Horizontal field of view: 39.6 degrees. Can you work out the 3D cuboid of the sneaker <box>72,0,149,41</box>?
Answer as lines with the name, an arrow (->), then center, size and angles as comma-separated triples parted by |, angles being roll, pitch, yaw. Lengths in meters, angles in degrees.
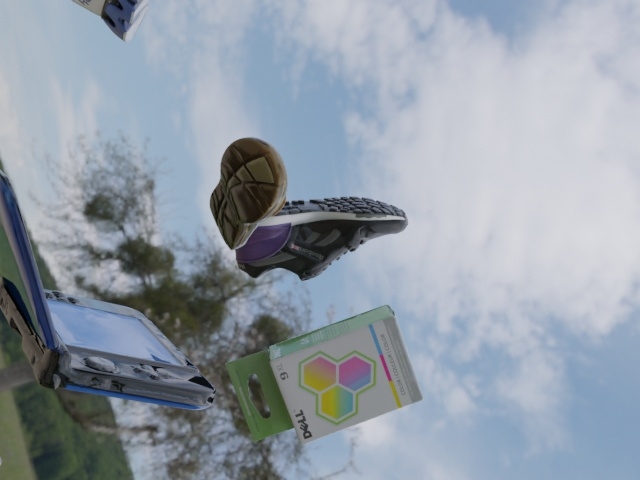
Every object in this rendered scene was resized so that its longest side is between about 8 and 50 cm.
sneaker -> -0.301, -0.443, 1.227 | 0.127, 0.182, 0.315 | -80, -165, -54

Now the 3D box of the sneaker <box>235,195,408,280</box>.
sneaker -> 0.000, 0.000, 1.445 | 0.107, 0.283, 0.124 | -119, -153, -72

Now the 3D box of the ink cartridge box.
ink cartridge box -> 0.003, 0.164, 1.037 | 0.062, 0.209, 0.109 | -112, -177, -79

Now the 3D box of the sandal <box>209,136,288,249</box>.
sandal -> -0.057, -0.042, 0.781 | 0.072, 0.049, 0.180 | 67, -22, 11

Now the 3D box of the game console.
game console -> -0.242, 0.029, 0.905 | 0.293, 0.250, 0.173 | 27, -81, 59
